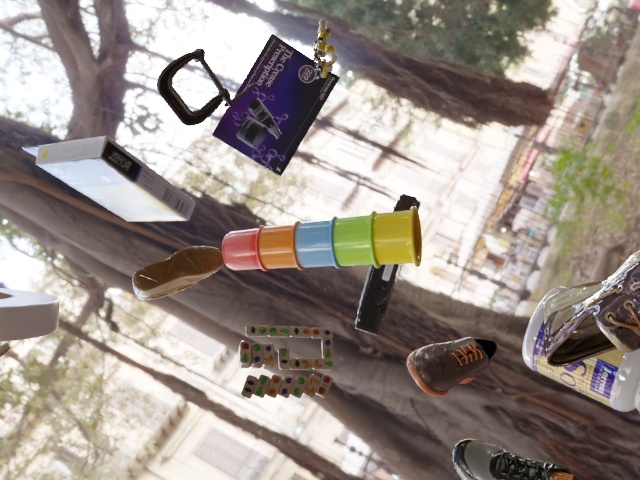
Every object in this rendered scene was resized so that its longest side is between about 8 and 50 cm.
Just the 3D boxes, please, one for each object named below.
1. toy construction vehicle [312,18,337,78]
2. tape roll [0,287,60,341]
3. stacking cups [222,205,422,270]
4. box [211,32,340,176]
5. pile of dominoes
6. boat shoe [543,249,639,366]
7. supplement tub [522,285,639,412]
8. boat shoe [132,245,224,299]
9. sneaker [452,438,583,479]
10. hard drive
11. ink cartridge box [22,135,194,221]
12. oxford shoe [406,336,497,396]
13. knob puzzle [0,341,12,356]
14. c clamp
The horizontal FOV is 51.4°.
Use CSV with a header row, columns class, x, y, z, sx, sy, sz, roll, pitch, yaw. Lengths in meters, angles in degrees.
class,x,y,z,sx,sy,sz,roll,pitch,yaw
toy construction vehicle,0.009,-0.341,1.198,0.098,0.035,0.086,108,163,-64
tape roll,-0.746,0.146,1.372,0.392,0.391,0.072,5,-90,-75
stacking cups,0.000,0.000,1.061,0.096,0.316,0.096,-2,-90,-72
box,-0.103,-0.303,1.514,0.261,0.184,0.103,-59,12,2
pile of dominoes,-0.082,0.304,1.699,0.040,0.251,0.196,112,158,-57
boat shoe,0.448,0.108,0.952,0.342,0.123,0.123,-37,23,54
supplement tub,0.707,0.277,1.664,0.241,0.331,0.241,-27,-52,-40
boat shoe,-0.250,0.059,1.174,0.170,0.063,0.059,-17,-27,-28
sneaker,0.355,0.400,1.115,0.100,0.271,0.108,-54,-18,-45
hard drive,0.162,0.043,1.554,0.339,0.064,0.237,-52,-22,-66
ink cartridge box,-0.516,-0.136,1.608,0.303,0.307,0.072,40,-125,-50
oxford shoe,0.249,0.220,1.246,0.098,0.097,0.271,-42,-21,26
knob puzzle,-0.487,0.186,0.870,0.213,0.030,0.213,-35,10,7
c clamp,-0.186,-0.249,1.059,0.137,0.022,0.160,-43,-28,1
